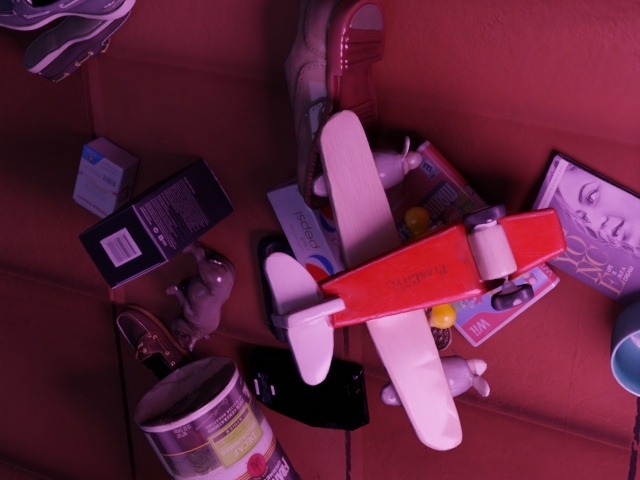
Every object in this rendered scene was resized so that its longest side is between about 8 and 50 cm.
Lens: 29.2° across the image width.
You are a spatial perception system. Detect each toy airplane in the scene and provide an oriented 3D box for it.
[{"bbox_3d":[0.109,0.058,1.758,0.384,0.272,0.386,26,99,5],"label":"toy airplane"}]

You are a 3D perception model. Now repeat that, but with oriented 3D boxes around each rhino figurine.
[{"bbox_3d":[-0.216,0.108,2.163,0.106,0.073,0.243,36,130,15],"label":"rhino figurine"}]

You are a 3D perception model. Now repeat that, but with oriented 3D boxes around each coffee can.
[{"bbox_3d":[-0.177,0.373,2.173,0.201,0.201,0.275,-12,116,36],"label":"coffee can"}]

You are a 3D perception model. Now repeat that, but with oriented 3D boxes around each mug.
[{"bbox_3d":[0.484,0.139,1.712,0.158,0.097,0.129,-16,117,23],"label":"mug"}]

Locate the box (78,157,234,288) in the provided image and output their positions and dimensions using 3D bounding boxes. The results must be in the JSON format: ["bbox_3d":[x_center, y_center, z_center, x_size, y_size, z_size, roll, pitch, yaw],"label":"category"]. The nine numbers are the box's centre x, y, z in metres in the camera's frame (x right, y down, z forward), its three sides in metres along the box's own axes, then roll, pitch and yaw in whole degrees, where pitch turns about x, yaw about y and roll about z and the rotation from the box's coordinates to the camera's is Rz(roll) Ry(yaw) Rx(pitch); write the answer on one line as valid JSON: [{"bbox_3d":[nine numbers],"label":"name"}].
[{"bbox_3d":[-0.268,-0.030,2.033,0.153,0.207,0.108,-25,100,40],"label":"box"}]

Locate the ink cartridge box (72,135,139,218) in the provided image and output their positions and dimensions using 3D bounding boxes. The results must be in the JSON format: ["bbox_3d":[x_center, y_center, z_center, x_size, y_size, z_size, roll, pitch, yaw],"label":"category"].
[{"bbox_3d":[-0.378,-0.107,2.161,0.088,0.052,0.122,32,126,14],"label":"ink cartridge box"}]

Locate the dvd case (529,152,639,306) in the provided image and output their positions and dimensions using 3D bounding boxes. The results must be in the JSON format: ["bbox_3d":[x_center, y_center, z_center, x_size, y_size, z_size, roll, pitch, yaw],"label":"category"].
[{"bbox_3d":[0.402,-0.006,1.745,0.221,0.018,0.164,31,128,15],"label":"dvd case"}]

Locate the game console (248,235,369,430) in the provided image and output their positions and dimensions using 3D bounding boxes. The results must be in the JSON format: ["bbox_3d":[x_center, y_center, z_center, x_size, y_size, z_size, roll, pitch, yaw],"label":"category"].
[{"bbox_3d":[-0.031,0.162,2.093,0.213,0.044,0.361,8,120,28],"label":"game console"}]

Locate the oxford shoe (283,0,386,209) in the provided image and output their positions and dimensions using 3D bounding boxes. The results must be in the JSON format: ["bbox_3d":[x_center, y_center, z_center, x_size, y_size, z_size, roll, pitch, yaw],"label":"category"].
[{"bbox_3d":[0.007,-0.215,1.835,0.130,0.123,0.348,32,123,34],"label":"oxford shoe"}]

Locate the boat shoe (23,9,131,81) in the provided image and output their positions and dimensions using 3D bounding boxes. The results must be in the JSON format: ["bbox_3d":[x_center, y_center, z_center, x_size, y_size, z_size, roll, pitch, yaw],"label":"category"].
[{"bbox_3d":[-0.392,-0.337,2.038,0.228,0.081,0.069,-26,144,28],"label":"boat shoe"}]

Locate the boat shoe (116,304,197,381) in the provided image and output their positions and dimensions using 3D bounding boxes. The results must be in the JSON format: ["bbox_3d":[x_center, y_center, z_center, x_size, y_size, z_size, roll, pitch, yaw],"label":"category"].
[{"bbox_3d":[-0.304,0.205,2.271,0.207,0.073,0.073,41,133,9],"label":"boat shoe"}]

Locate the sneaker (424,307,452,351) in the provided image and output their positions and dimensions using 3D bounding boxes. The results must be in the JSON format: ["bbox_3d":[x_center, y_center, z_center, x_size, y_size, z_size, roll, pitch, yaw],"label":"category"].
[{"bbox_3d":[0.134,0.097,1.935,0.192,0.086,0.064,45,91,7],"label":"sneaker"}]

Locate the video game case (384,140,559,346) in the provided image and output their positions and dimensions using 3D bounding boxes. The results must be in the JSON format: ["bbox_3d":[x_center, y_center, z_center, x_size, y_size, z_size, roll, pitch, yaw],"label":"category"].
[{"bbox_3d":[0.199,0.009,1.866,0.285,0.025,0.204,46,135,2],"label":"video game case"}]

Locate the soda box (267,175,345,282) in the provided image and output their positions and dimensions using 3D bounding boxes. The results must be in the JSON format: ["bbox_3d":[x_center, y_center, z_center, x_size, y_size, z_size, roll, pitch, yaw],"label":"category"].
[{"bbox_3d":[0.000,0.000,1.970,0.074,0.069,0.216,-14,106,37],"label":"soda box"}]

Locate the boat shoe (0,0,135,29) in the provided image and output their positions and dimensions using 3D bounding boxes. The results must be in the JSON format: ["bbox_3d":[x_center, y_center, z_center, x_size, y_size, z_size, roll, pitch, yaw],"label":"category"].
[{"bbox_3d":[-0.446,-0.411,1.980,0.319,0.099,0.116,5,78,30],"label":"boat shoe"}]
